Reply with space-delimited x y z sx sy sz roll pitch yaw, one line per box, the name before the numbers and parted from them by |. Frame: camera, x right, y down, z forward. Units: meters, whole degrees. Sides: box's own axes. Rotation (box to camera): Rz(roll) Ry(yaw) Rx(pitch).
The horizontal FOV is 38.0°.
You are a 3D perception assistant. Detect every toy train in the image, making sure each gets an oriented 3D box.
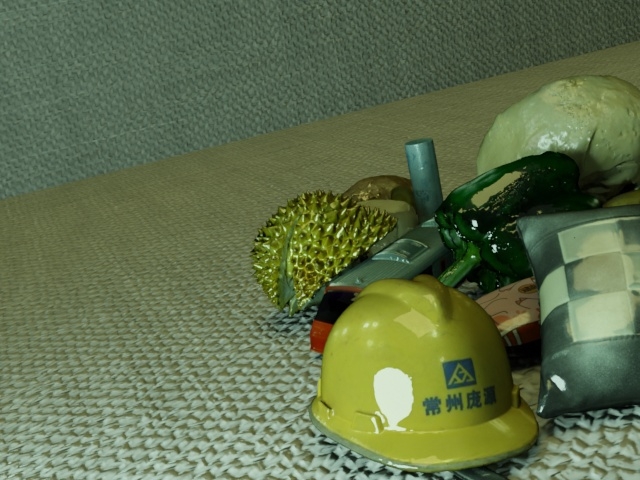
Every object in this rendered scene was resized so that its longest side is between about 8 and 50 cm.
toy train | 0.125 0.037 1.238 0.086 0.089 0.409 6 22 35

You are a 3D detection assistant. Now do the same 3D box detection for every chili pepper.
chili pepper | 0.214 0.001 1.148 0.261 0.165 0.174 -31 13 -12

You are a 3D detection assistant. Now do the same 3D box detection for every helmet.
helmet | 0.090 0.104 0.879 0.205 0.140 0.257 -7 9 -16

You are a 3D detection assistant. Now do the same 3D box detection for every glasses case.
glasses case | 0.288 0.068 1.027 0.267 0.067 0.103 -16 22 -12

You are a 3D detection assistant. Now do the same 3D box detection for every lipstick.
lipstick | 0.172 -0.083 1.501 0.048 0.158 0.048 -11 15 3

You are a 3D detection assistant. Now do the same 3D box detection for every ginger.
ginger | 0.088 -0.056 1.567 0.216 0.102 0.157 -16 8 -42

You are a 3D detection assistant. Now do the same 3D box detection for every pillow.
pillow | 0.290 0.063 0.899 0.186 0.106 0.250 -5 47 12

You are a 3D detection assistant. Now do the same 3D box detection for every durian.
durian | 0.000 0.000 1.273 0.193 0.138 0.237 -46 -12 14

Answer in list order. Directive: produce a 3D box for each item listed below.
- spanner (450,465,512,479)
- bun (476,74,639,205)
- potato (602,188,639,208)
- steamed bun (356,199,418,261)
spanner | 0.123 0.195 0.793 0.054 0.015 0.254 -18 16 -29
bun | 0.357 -0.106 1.297 0.259 0.259 0.152 -11 59 3
potato | 0.441 -0.017 1.114 0.149 0.113 0.251 12 0 -43
steamed bun | 0.086 -0.012 1.433 0.130 0.091 0.112 -8 18 4
